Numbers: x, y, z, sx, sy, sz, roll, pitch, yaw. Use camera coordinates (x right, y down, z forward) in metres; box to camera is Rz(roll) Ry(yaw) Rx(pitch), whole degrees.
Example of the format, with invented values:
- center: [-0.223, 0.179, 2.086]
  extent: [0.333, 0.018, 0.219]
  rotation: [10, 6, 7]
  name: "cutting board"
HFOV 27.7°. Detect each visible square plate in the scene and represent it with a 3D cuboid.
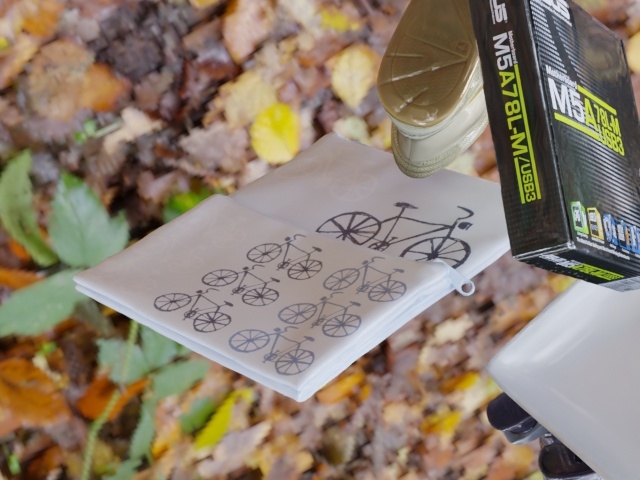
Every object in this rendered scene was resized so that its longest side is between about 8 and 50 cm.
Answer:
- center: [0.368, 0.099, 1.030]
  extent: [0.344, 0.347, 0.049]
  rotation: [-42, 143, -5]
  name: "square plate"

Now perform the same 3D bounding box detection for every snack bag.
- center: [0.000, 0.000, 1.149]
  extent: [0.342, 0.323, 0.037]
  rotation: [-32, 123, -31]
  name: "snack bag"

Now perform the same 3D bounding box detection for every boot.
- center: [0.133, -0.186, 1.112]
  extent: [0.262, 0.095, 0.203]
  rotation: [-63, 169, -9]
  name: "boot"

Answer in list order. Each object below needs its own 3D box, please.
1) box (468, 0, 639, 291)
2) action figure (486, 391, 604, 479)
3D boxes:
- center: [0.164, -0.067, 0.841]
  extent: [0.045, 0.184, 0.191]
  rotation: [-13, 164, 30]
  name: "box"
- center: [0.250, 0.212, 1.276]
  extent: [0.099, 0.185, 0.285]
  rotation: [-29, 156, 7]
  name: "action figure"
